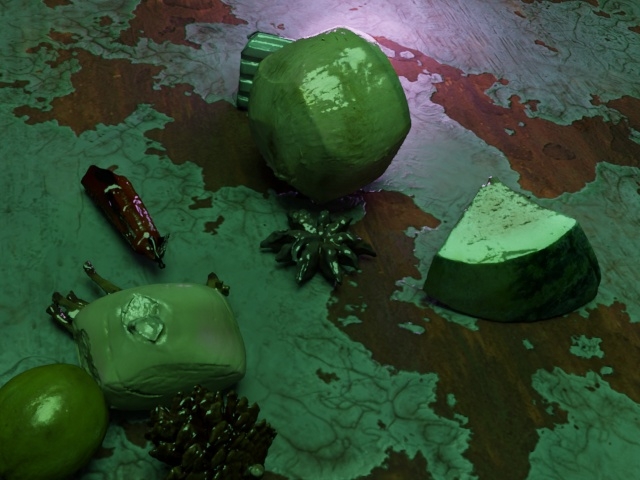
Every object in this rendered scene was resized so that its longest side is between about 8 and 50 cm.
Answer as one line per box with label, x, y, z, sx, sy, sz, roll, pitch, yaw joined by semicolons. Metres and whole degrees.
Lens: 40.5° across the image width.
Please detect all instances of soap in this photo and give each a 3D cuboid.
soap;-0.043;-0.328;1.781;0.261;0.150;0.094;15;37;5

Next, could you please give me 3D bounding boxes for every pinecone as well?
pinecone;-0.146;0.261;1.109;0.173;0.174;0.174;5;42;-5

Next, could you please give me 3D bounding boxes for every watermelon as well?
watermelon;0.324;0.027;1.487;0.310;0.193;0.232;-4;62;4

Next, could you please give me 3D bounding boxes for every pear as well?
pear;-0.352;0.238;1.107;0.148;0.149;0.162;31;59;22

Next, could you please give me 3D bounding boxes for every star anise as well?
star anise;0.000;0.000;1.491;0.182;0.065;0.195;-22;47;-32

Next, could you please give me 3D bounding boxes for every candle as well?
candle;-0.326;-0.042;1.469;0.084;0.059;0.302;-13;39;-27

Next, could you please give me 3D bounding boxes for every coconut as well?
coconut;0.004;-0.220;1.570;0.254;0.297;0.297;-23;50;-12

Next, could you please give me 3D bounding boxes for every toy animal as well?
toy animal;-0.279;0.096;1.341;0.275;0.054;0.149;2;38;-6

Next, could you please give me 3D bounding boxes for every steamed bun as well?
steamed bun;-0.214;0.136;1.210;0.238;0.153;0.170;-6;58;-27
